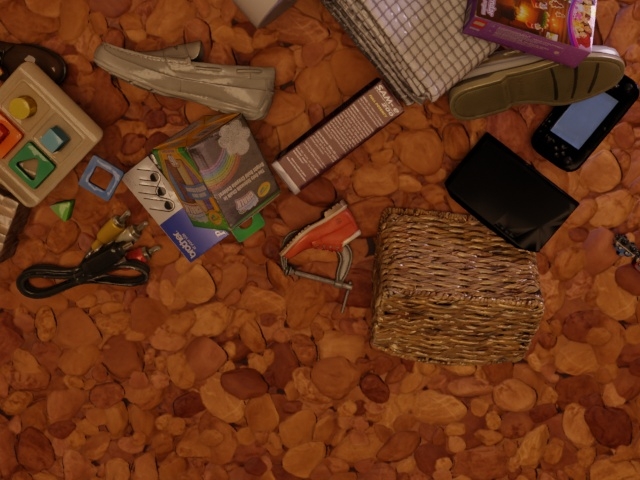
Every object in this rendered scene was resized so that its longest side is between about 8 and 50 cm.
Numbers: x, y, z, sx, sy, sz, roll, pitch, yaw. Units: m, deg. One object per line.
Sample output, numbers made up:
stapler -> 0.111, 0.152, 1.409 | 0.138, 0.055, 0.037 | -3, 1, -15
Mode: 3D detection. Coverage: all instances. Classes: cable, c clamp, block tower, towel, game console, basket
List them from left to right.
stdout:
block tower -> -0.572, -0.112, 1.445 | 0.091, 0.097, 0.335 | 25, 104, -5
cable -> -0.440, 0.052, 1.514 | 0.287, 0.072, 0.139 | -24, 119, 18
c clamp -> -0.007, 0.054, 1.508 | 0.161, 0.022, 0.137 | 20, 101, -3
towel -> 0.160, -0.391, 1.318 | 0.235, 0.121, 0.283 | -44, 102, -19
basket -> 0.247, 0.093, 1.478 | 0.299, 0.223, 0.213 | 4, 136, 0
game console -> 0.411, -0.168, 1.415 | 0.213, 0.044, 0.361 | 40, 94, 11

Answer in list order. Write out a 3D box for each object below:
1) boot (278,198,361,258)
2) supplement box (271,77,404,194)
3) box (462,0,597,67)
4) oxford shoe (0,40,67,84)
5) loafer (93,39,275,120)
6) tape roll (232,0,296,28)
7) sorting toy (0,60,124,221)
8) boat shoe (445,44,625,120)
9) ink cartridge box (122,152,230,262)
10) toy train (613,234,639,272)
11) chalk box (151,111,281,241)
boot -> 0.000, 0.000, 1.467 | 0.158, 0.059, 0.084 | -34, 98, -2
supplement box -> 0.030, -0.189, 1.397 | 0.239, 0.130, 0.073 | -37, 100, 10
box -> 0.355, -0.446, 1.288 | 0.201, 0.057, 0.293 | 15, 71, -8
oxford shoe -> -0.569, -0.318, 1.395 | 0.227, 0.096, 0.082 | 10, 101, -3
loafer -> -0.236, -0.302, 1.391 | 0.320, 0.112, 0.111 | 14, 98, -10
tape roll -> -0.030, -0.471, 1.253 | 0.286, 0.286, 0.100 | -40, 99, 9
sorting toy -> -0.506, -0.180, 1.354 | 0.196, 0.047, 0.347 | -43, 99, 10
boat shoe -> 0.367, -0.297, 1.368 | 0.302, 0.103, 0.113 | -9, 141, 4
ink cartridge box -> -0.269, -0.069, 1.472 | 0.097, 0.046, 0.207 | -36, 101, 10
toy train -> 0.614, 0.044, 1.495 | 0.158, 0.027, 0.036 | 39, 112, -8
chalk box -> -0.172, -0.102, 1.388 | 0.132, 0.132, 0.213 | -39, 118, -29
